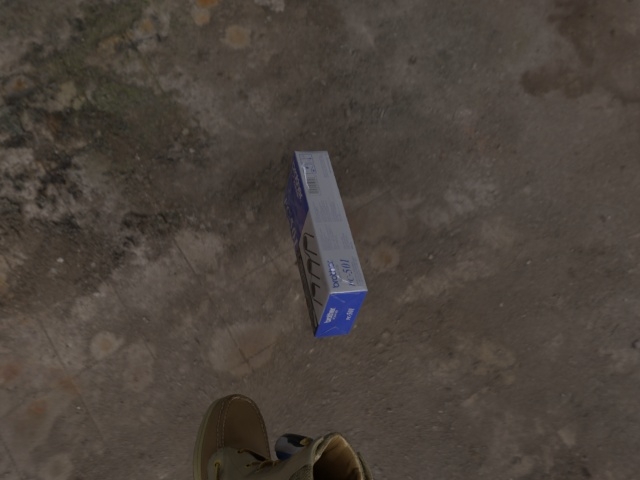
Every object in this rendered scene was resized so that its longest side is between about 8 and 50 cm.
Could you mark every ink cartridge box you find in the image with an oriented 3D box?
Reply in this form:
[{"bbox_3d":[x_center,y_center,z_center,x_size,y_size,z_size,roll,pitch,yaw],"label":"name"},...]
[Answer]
[{"bbox_3d":[0.000,0.000,0.756,0.046,0.097,0.207,-3,54,-16],"label":"ink cartridge box"}]

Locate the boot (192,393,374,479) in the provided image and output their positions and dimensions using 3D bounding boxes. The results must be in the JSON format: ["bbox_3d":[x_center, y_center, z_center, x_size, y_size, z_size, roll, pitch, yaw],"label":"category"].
[{"bbox_3d":[-0.043,0.234,0.639,0.095,0.203,0.262,27,33,-27],"label":"boot"}]

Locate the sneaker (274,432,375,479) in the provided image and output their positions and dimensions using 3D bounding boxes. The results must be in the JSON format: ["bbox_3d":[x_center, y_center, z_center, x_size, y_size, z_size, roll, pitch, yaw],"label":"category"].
[{"bbox_3d":[0.023,0.291,0.680,0.211,0.080,0.081,48,61,-11],"label":"sneaker"}]
